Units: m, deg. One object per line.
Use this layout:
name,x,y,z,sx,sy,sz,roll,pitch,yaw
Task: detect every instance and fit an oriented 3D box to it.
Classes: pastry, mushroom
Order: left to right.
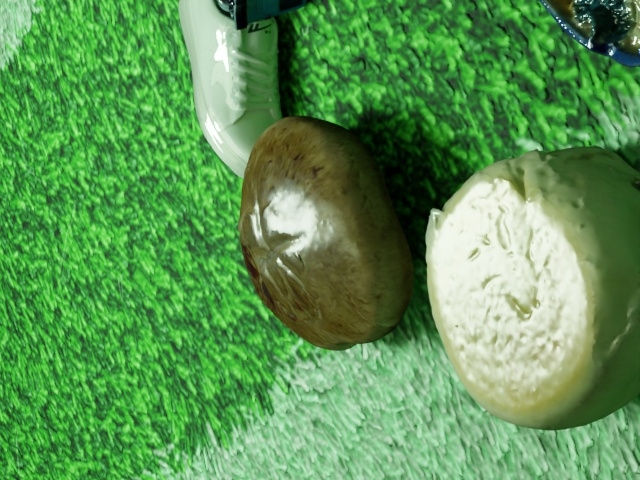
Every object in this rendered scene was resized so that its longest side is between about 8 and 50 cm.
mushroom,0.000,0.000,1.645,0.278,0.146,0.278,33,129,51
pastry,0.208,0.039,1.374,0.265,0.133,0.265,15,108,51

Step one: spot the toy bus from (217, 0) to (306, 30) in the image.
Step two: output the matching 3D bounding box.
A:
toy bus,-0.084,-0.339,1.715,0.090,0.106,0.185,93,158,-74

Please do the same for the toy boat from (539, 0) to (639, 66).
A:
toy boat,0.219,-0.233,1.312,0.262,0.115,0.114,51,135,34

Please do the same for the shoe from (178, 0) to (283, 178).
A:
shoe,-0.090,-0.202,1.769,0.110,0.095,0.265,-43,61,49
